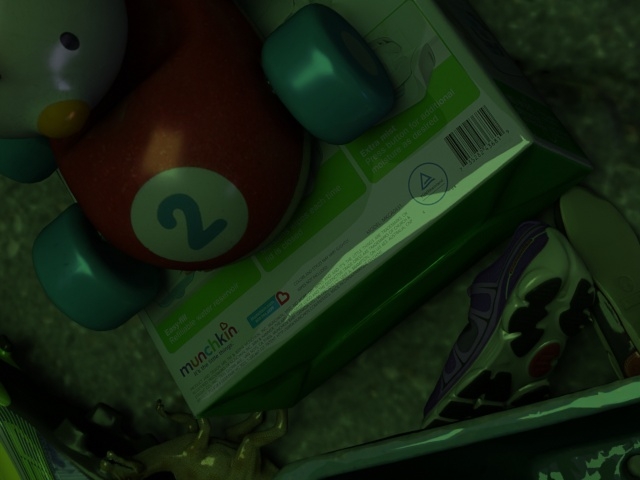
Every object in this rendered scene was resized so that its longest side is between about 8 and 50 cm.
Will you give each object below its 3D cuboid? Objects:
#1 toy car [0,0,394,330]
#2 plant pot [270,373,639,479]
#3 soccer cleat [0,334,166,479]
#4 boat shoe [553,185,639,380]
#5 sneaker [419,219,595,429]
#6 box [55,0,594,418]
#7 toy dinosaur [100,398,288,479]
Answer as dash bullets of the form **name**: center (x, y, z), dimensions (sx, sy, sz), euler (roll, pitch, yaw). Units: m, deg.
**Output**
- **toy car**: center (-0.126, -0.085, 0.626), dimensions (0.219, 0.238, 0.210), euler (-38, 71, 20)
- **plant pot**: center (0.161, 0.188, 0.652), dimensions (0.247, 0.252, 0.248), euler (-18, 85, 22)
- **soccer cleat**: center (-0.243, 0.140, 0.910), dimensions (0.289, 0.093, 0.121), euler (31, 106, 19)
- **boat shoe**: center (0.176, 0.032, 0.753), dimensions (0.137, 0.049, 0.043), euler (63, 151, 18)
- **sneaker**: center (0.112, 0.060, 0.770), dimensions (0.170, 0.068, 0.071), euler (-62, 29, 32)
- **box**: center (-0.014, -0.059, 0.770), dimensions (0.262, 0.126, 0.231), euler (-41, 68, 19)
- **toy dinosaur**: center (-0.055, 0.149, 0.850), dimensions (0.183, 0.053, 0.093), euler (16, 89, -10)
